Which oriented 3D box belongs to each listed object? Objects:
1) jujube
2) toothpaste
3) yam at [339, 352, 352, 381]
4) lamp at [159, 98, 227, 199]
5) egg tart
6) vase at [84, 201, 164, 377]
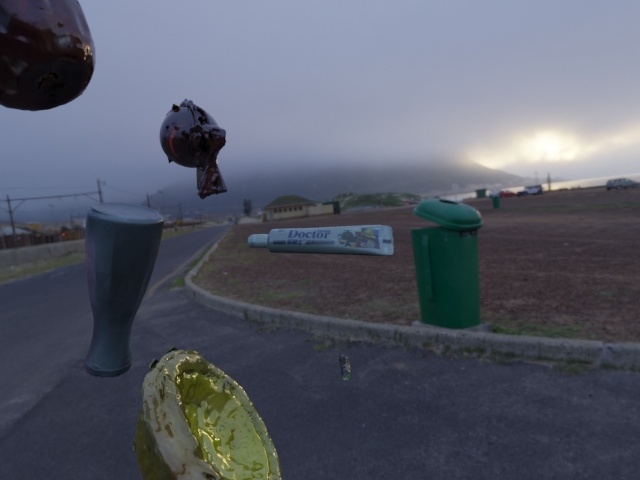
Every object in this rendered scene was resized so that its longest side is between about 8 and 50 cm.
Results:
[{"bbox_3d":[-0.426,-0.323,0.530,0.223,0.318,0.223,-35,-2,-1],"label":"jujube"},{"bbox_3d":[0.000,0.000,0.737,0.255,0.067,0.037,0,-39,2],"label":"toothpaste"},{"bbox_3d":[0.031,0.157,0.531,0.014,0.014,0.107,-7,-3,1],"label":"yam"},{"bbox_3d":[-0.319,-0.232,1.052,0.151,0.215,0.223,-9,37,-17],"label":"lamp"},{"bbox_3d":[-0.191,0.336,0.680,0.132,0.345,0.345,-35,7,-3],"label":"egg tart"},{"bbox_3d":[-0.256,0.064,0.532,0.086,0.214,0.086,12,13,-3],"label":"vase"}]
